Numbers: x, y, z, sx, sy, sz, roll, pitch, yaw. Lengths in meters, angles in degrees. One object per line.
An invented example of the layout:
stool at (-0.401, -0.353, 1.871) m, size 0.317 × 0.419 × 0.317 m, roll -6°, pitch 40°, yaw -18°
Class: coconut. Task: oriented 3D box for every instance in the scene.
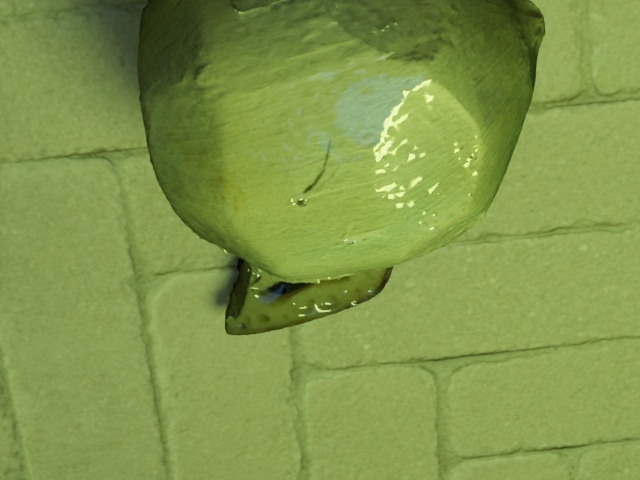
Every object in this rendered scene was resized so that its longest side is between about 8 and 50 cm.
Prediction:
coconut at (0.030, -0.138, 1.488) m, size 0.360 × 0.346 × 0.346 m, roll -9°, pitch 127°, yaw 9°

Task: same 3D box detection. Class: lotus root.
lotus root at (0.000, 0.000, 1.752) m, size 0.170 × 0.074 × 0.260 m, roll 6°, pitch 126°, yaw -13°
